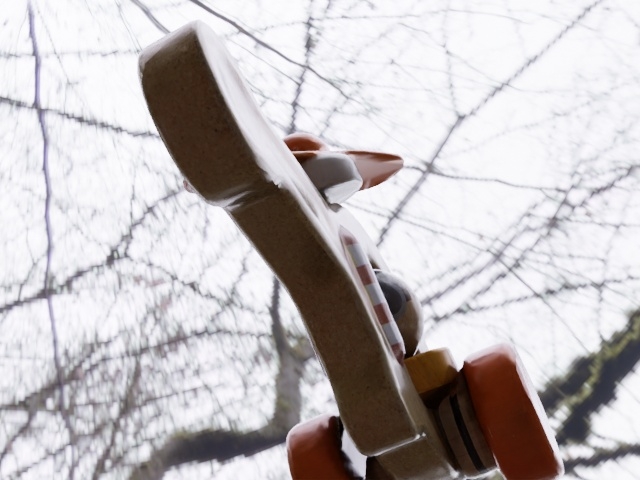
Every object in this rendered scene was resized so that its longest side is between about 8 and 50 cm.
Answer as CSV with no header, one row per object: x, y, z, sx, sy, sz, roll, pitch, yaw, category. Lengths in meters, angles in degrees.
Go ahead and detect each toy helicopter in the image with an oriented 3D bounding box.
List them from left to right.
0.000,0.000,0.730,0.140,0.235,0.355,-23,-39,10,toy helicopter
